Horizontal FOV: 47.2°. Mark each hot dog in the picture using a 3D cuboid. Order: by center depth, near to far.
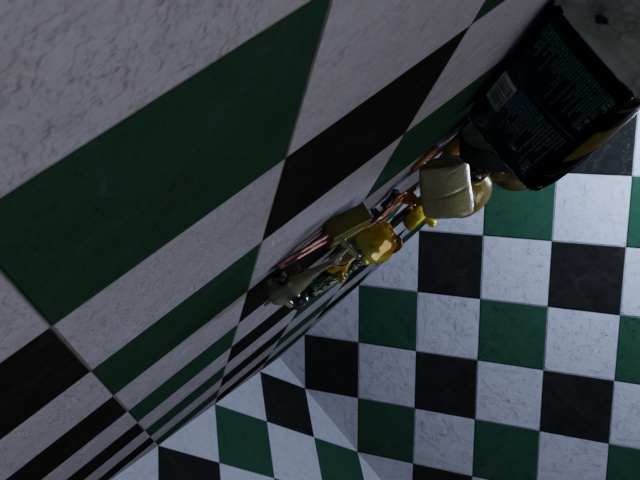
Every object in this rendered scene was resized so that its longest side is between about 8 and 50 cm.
[{"bbox_3d":[0.371,-0.242,1.971,0.140,0.060,0.090,-36,167,-11],"label":"hot dog"}]

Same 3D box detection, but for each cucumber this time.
[{"bbox_3d":[0.058,0.102,2.380,0.293,0.067,0.067,-37,171,-22],"label":"cucumber"}]

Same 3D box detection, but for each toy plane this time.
[{"bbox_3d":[-0.030,0.078,1.599,0.286,0.092,0.108,-33,-170,49],"label":"toy plane"},{"bbox_3d":[0.178,-0.091,1.933,0.188,0.062,0.135,-27,172,1],"label":"toy plane"}]

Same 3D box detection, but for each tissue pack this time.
[{"bbox_3d":[0.522,-0.322,1.511,0.253,0.264,0.416,-33,169,-20],"label":"tissue pack"}]

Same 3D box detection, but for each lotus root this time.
[{"bbox_3d":[0.433,-0.174,2.201,0.183,0.183,0.310,-39,171,-16],"label":"lotus root"}]

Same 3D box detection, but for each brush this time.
[{"bbox_3d":[0.000,0.000,1.624,0.233,0.047,0.103,-29,170,-10],"label":"brush"}]

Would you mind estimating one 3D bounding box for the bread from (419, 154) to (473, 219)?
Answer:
[{"bbox_3d":[0.322,-0.138,1.892,0.134,0.141,0.148,-12,-165,-7],"label":"bread"}]

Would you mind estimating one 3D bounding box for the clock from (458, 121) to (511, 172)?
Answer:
[{"bbox_3d":[0.483,-0.253,1.824,0.280,0.281,0.055,-35,127,-35],"label":"clock"}]

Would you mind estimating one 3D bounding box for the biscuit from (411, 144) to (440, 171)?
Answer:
[{"bbox_3d":[0.266,-0.204,1.837,0.091,0.015,0.078,-46,170,36],"label":"biscuit"}]

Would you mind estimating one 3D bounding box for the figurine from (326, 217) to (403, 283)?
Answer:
[{"bbox_3d":[0.120,0.025,2.078,0.246,0.131,0.156,-30,-160,38],"label":"figurine"}]

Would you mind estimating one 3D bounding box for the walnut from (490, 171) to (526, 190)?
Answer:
[{"bbox_3d":[0.613,-0.290,2.263,0.283,0.227,0.283,-50,-179,1],"label":"walnut"}]

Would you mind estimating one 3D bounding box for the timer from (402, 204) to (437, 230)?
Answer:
[{"bbox_3d":[0.353,-0.074,2.630,0.107,0.109,0.107,-40,172,-7],"label":"timer"}]
